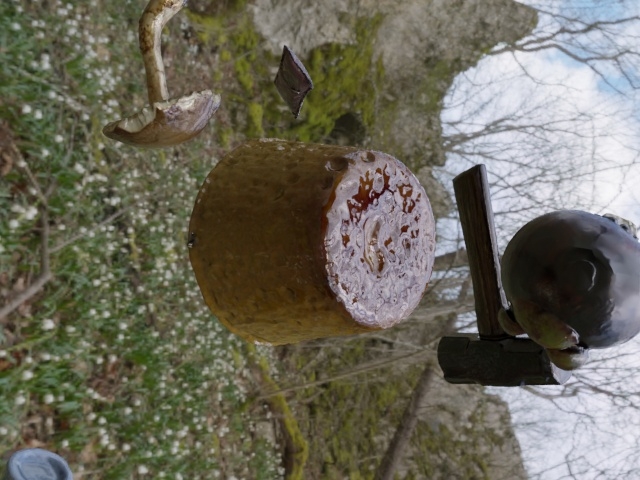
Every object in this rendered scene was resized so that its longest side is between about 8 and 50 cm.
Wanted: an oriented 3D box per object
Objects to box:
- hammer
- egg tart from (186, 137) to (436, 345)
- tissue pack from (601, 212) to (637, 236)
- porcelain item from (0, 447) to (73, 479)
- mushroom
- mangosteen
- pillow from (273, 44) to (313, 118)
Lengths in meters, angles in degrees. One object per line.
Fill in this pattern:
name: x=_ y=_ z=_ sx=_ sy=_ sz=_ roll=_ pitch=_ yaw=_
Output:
hammer: x=0.296 y=0.068 z=1.101 sx=0.242 sy=0.095 sz=0.408 roll=-7 pitch=-83 yaw=49
egg tart: x=0.000 y=0.000 z=0.537 sx=0.147 sy=0.203 sz=0.202 roll=-2 pitch=-95 yaw=49
tissue pack: x=0.558 y=0.073 z=1.256 sx=0.222 sy=0.090 sz=0.186 roll=113 pitch=-12 yaw=-60
porcelain item: x=-0.431 y=0.410 z=0.817 sx=0.259 sy=0.141 sz=0.141 roll=-62 pitch=-145 yaw=8
mushroom: x=-0.323 y=-0.315 z=1.196 sx=0.208 sy=0.233 sz=0.301 roll=85 pitch=-8 yaw=-70
mangosteen: x=0.329 y=0.059 z=0.794 sx=0.210 sy=0.210 sz=0.209 roll=-10 pitch=-102 yaw=59
pillow: x=-0.064 y=-0.371 z=1.429 sx=0.118 sy=0.043 sz=0.185 roll=56 pitch=-17 yaw=2
